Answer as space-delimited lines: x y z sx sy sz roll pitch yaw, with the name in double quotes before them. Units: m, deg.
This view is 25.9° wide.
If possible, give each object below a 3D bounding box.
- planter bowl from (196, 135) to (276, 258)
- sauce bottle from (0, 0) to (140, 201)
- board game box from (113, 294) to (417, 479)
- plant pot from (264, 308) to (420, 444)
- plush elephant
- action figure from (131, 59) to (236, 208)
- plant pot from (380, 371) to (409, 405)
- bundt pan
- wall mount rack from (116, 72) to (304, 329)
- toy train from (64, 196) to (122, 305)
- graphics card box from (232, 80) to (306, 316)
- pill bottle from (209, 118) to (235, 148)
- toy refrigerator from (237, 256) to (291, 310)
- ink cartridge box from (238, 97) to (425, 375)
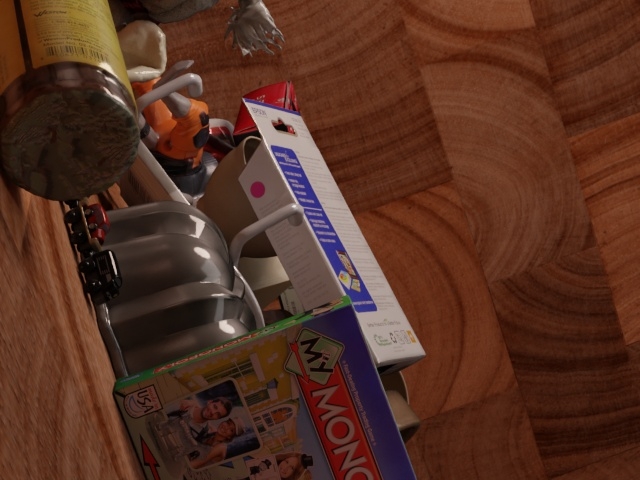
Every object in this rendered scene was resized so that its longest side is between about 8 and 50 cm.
"planter bowl" -0.094 -0.041 1.841 0.162 0.109 0.162 49 21 -26
"sauce bottle" -0.220 -0.174 1.129 0.344 0.111 0.111 -109 180 -47
"board game box" -0.021 0.231 1.193 0.046 0.214 0.317 -117 -173 -81
"plant pot" -0.041 0.221 1.789 0.229 0.263 0.263 52 -6 14
"plush elephant" -0.225 -0.307 1.601 0.330 0.255 0.272 62 -8 -22
"action figure" -0.236 -0.133 2.013 0.341 0.179 0.330 24 -44 46
"plant pot" -0.022 0.287 2.234 0.191 0.284 0.284 15 -45 43
"bundt pan" -0.120 0.104 1.357 0.331 0.124 0.330 159 -90 -88
"wall mount rack" -0.134 -0.021 1.624 0.350 0.130 0.304 52 -25 18
"toy train" -0.204 -0.014 1.232 0.027 0.036 0.158 72 -3 -60
"graphics card box" -0.043 -0.040 2.180 0.233 0.094 0.370 -89 164 -69
"pill bottle" -0.173 -0.040 2.265 0.161 0.161 0.283 77 -7 -79
"toy refrigerator" -0.119 0.053 2.031 0.102 0.094 0.269 70 -23 11
"ink cartridge box" 0.000 0.000 1.746 0.370 0.069 0.176 65 20 12
